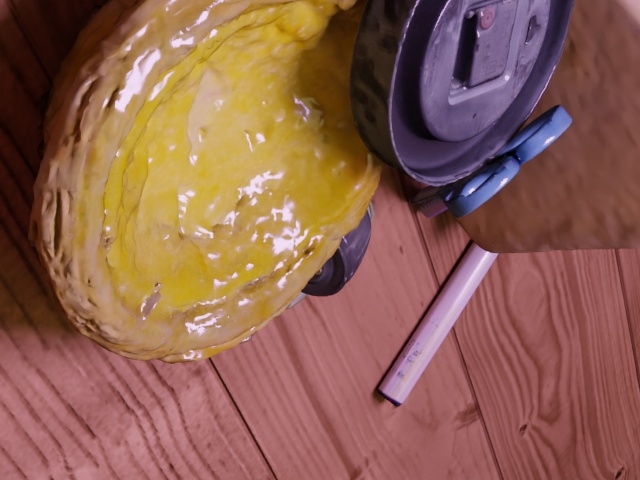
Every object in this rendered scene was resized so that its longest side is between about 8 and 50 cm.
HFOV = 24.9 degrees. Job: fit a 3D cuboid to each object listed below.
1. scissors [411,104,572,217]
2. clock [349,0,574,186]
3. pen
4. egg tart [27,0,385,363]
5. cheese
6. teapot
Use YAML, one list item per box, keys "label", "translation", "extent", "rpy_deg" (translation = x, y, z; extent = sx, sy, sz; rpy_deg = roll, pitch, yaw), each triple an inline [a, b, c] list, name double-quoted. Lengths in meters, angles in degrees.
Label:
- label: "scissors"
  translation: [0.129, -0.050, 1.251]
  extent: [0.125, 0.030, 0.256]
  rpy_deg: [-42, -177, -16]
- label: "clock"
  translation: [0.108, -0.151, 1.081]
  extent: [0.226, 0.049, 0.226]
  rpy_deg: [-34, 139, -36]
- label: "pen"
  translation: [0.140, 0.050, 1.466]
  extent: [0.269, 0.033, 0.033]
  rpy_deg: [-58, 143, 0]
- label: "egg tart"
  translation: [-0.081, -0.078, 1.050]
  extent: [0.345, 0.132, 0.345]
  rpy_deg: [-27, 133, -34]
- label: "cheese"
  translation: [0.254, -0.115, 1.215]
  extent: [0.104, 0.384, 0.384]
  rpy_deg: [-29, 134, -34]
- label: "teapot"
  translation: [-0.005, -0.007, 1.244]
  extent: [0.092, 0.124, 0.091]
  rpy_deg: [51, 51, -10]
